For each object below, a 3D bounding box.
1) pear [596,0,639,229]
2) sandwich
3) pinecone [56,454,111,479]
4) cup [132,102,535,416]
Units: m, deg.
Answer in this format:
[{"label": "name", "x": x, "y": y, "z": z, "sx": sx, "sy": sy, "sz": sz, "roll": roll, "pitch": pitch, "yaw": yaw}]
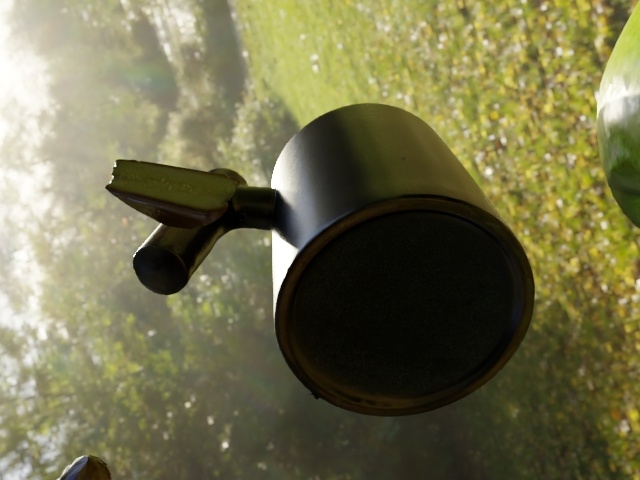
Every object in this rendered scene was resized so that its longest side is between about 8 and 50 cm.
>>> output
[{"label": "pear", "x": 0.267, "y": -0.028, "z": 0.509, "sx": 0.292, "sy": 0.159, "sz": 0.292, "roll": 29, "pitch": -173, "yaw": -4}, {"label": "sandwich", "x": -0.089, "y": -0.027, "z": 0.667, "sx": 0.044, "sy": 0.083, "sz": 0.031, "roll": 69, "pitch": -143, "yaw": -63}, {"label": "pinecone", "x": -0.137, "y": 0.250, "z": 0.373, "sx": 0.384, "sy": 0.384, "sz": 0.384, "roll": 162, "pitch": 90, "yaw": -83}, {"label": "cup", "x": 0.011, "y": -0.012, "z": 0.723, "sx": 0.166, "sy": 0.239, "sz": 0.177, "roll": -58, "pitch": 22, "yaw": 24}]
